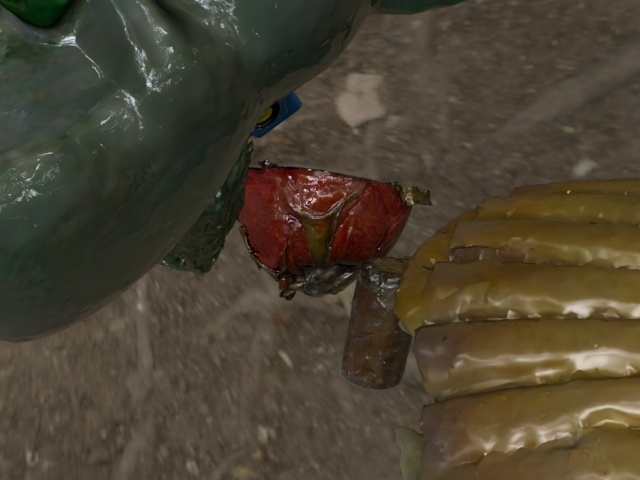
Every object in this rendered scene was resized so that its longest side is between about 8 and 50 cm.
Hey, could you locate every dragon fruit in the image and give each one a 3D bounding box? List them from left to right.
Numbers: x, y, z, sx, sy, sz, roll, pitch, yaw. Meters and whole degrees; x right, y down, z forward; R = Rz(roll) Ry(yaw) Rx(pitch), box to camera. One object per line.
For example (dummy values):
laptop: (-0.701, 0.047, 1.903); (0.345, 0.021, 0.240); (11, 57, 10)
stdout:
dragon fruit: (-0.004, 0.000, 1.657); (0.224, 0.218, 0.148); (11, 81, -18)

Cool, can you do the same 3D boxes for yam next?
yam: (0.069, 0.088, 1.538); (0.079, 0.079, 0.141); (5, 113, -12)

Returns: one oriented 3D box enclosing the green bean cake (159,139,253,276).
green bean cake: (-0.150, -0.055, 1.156); (0.173, 0.181, 0.094); (25, 68, 0)

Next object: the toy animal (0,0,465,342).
toy animal: (-0.042, -0.073, 0.481); (0.251, 0.127, 0.125); (-33, 92, -14)

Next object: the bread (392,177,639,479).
bread: (0.147, 0.085, 0.516); (0.274, 0.274, 0.149); (39, 131, -14)

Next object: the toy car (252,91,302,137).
toy car: (-0.107, -0.144, 1.644); (0.191, 0.097, 0.100); (-35, 146, 6)
